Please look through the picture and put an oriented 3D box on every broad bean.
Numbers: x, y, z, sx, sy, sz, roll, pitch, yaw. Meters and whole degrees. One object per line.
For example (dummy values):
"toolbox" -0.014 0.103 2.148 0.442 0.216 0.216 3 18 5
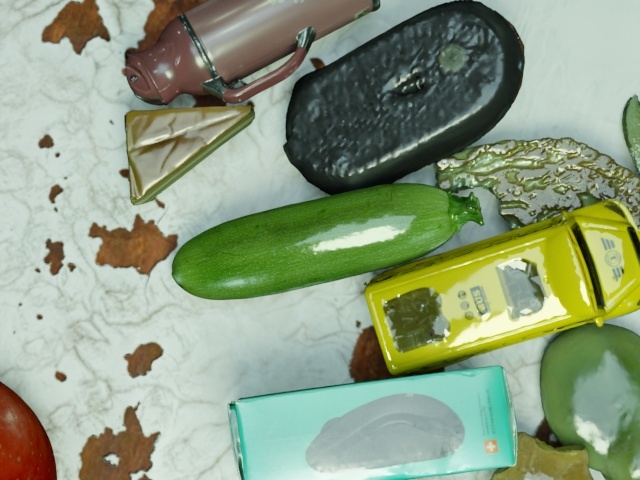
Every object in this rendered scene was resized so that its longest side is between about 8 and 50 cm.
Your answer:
"broad bean" 0.368 0.206 1.312 0.228 0.100 0.169 44 83 8

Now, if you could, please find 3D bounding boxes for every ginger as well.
"ginger" 0.302 0.357 1.272 0.131 0.086 0.294 -33 102 -15

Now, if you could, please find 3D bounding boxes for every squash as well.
"squash" 0.000 0.000 1.300 0.395 0.107 0.107 -12 83 7

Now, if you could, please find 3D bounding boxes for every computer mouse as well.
"computer mouse" 0.104 -0.174 1.343 0.323 0.116 0.183 -26 73 10

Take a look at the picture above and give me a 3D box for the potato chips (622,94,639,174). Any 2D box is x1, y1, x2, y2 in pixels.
"potato chips" 0.468 -0.112 1.366 0.209 0.026 0.142 38 84 21

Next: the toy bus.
"toy bus" 0.225 0.057 1.271 0.330 0.152 0.144 -18 85 11

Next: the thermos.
"thermos" -0.087 -0.256 1.357 0.330 0.109 0.136 -28 95 -5

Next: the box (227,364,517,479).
"box" 0.056 0.222 1.249 0.311 0.205 0.118 -7 80 -3

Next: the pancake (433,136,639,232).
"pancake" 0.317 -0.019 1.364 0.377 0.054 0.197 30 92 4

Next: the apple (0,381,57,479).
"apple" -0.435 0.266 1.208 0.260 0.260 0.216 -20 59 -4

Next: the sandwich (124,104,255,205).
"sandwich" -0.161 -0.106 1.351 0.163 0.079 0.113 -4 85 -3
